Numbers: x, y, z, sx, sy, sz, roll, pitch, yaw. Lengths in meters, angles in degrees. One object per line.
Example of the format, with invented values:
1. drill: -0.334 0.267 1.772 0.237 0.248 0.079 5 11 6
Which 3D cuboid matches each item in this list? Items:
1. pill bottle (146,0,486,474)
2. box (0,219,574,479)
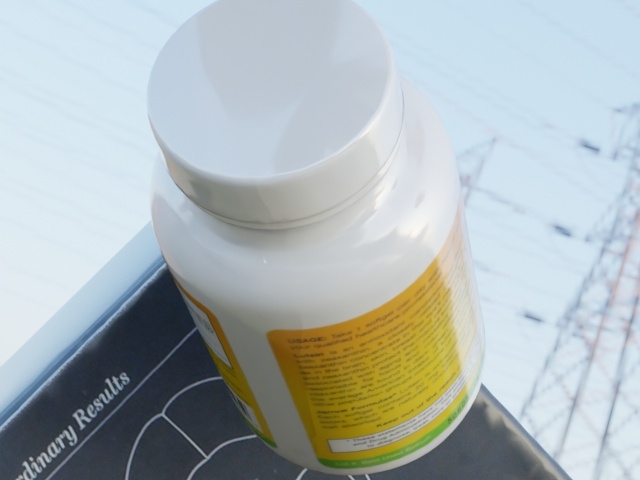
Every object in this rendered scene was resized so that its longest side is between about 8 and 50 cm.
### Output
1. pill bottle: 0.000 0.000 0.700 0.136 0.136 0.245 13 -28 19
2. box: -0.025 0.192 0.954 0.395 0.293 0.212 48 -13 -11
